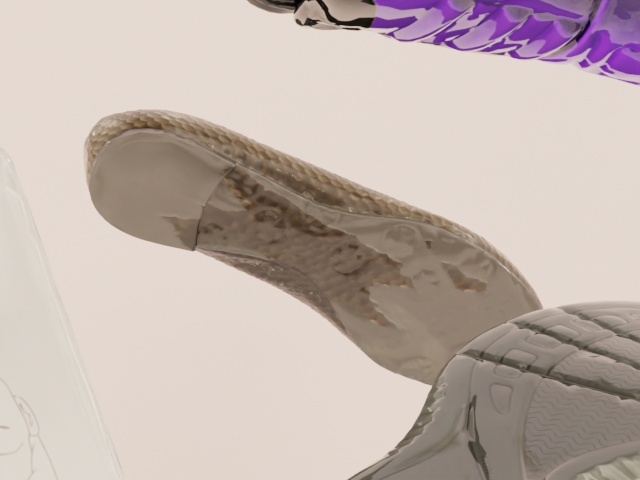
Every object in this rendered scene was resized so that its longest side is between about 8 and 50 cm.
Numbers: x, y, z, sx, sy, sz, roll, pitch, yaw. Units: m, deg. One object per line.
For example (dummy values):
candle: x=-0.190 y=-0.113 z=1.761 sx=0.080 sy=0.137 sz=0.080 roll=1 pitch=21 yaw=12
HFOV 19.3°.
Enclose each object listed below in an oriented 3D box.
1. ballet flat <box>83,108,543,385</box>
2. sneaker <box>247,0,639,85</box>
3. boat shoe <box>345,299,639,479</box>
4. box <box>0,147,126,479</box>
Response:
ballet flat: x=0.000 y=0.000 z=0.901 sx=0.250 sy=0.058 sz=0.084 roll=23 pitch=-69 yaw=-20
sneaker: x=0.054 y=-0.104 z=0.585 sx=0.146 sy=0.293 sz=0.102 roll=-6 pitch=-100 yaw=30
boat shoe: x=0.083 y=0.117 z=0.734 sx=0.118 sy=0.320 sz=0.103 roll=20 pitch=-56 yaw=29
box: x=-0.101 y=0.081 z=0.394 sx=0.130 sy=0.091 sz=0.170 roll=-19 pitch=-86 yaw=-13
